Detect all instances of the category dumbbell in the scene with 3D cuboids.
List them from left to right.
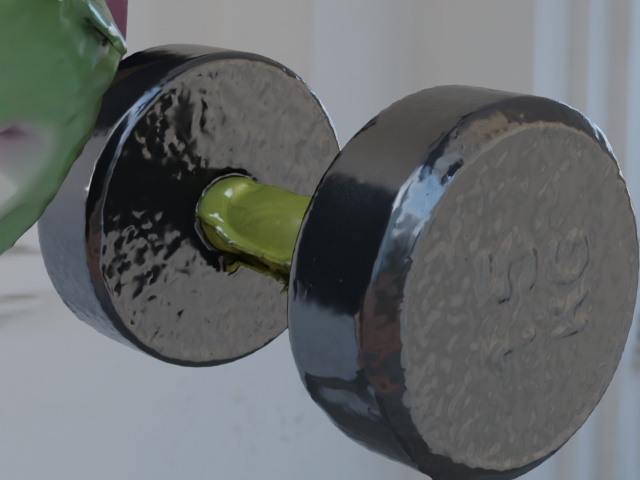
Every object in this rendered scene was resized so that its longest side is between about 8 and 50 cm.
[{"bbox_3d":[0.000,0.000,0.901,0.204,0.203,0.322,-2,12,-41],"label":"dumbbell"}]

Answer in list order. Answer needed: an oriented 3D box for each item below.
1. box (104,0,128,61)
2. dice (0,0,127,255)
[{"bbox_3d":[-0.300,-0.231,1.020,0.370,0.190,0.112,28,50,15],"label":"box"},{"bbox_3d":[-0.307,-0.109,0.701,0.322,0.318,0.330,-41,-19,3],"label":"dice"}]
